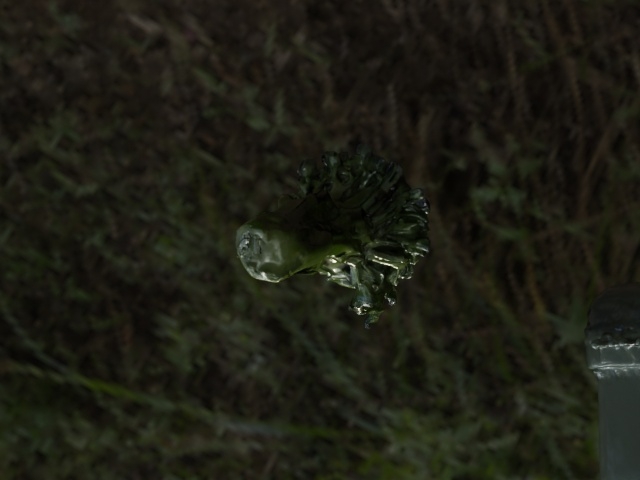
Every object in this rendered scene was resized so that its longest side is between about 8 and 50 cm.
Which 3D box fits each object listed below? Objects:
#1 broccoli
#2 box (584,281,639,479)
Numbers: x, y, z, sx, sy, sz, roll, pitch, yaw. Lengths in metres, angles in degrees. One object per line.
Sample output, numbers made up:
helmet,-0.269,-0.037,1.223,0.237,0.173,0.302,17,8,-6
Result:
broccoli,-0.001,-0.007,1.575,0.165,0.145,0.304,32,-164,14
box,0.260,0.087,0.971,0.148,0.129,0.210,8,171,-33
